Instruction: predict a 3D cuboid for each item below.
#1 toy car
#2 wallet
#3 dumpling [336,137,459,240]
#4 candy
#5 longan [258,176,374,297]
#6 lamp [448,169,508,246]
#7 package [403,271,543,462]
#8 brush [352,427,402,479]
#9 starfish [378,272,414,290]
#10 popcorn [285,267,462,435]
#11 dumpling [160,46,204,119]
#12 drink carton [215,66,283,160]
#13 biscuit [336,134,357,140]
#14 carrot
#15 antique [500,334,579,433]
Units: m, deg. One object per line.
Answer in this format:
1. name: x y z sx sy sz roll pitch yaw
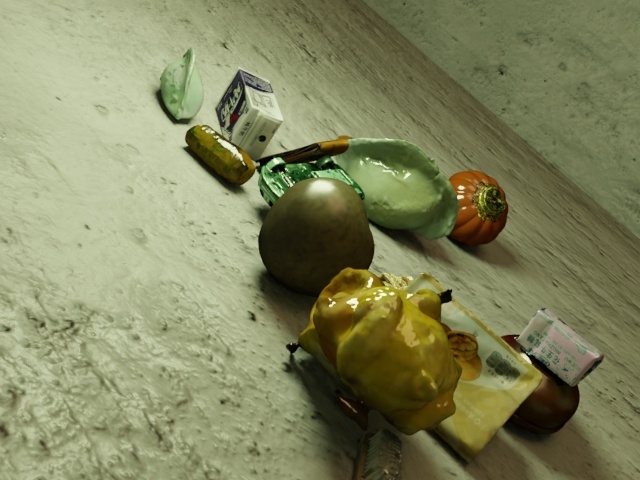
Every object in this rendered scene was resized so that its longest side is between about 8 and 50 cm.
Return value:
1. toy car: -0.031 -0.107 1.857 0.306 0.125 0.136 -13 56 -50
2. wallet: -0.043 -0.209 1.973 0.161 0.196 0.042 -24 101 -60
3. dumpling: 0.198 -0.129 2.102 0.321 0.211 0.270 13 -6 -13
4. candy: 0.494 0.222 1.658 0.160 0.092 0.073 43 21 28
5. longan: 0.000 0.000 1.587 0.246 0.246 0.215 7 48 -44
6. lamp: 0.437 -0.093 2.316 0.223 0.196 0.223 8 73 -29
7. package: 0.240 0.253 1.574 0.311 0.221 0.165 41 -14 16
8. brush: 0.083 0.393 1.207 0.070 0.065 0.327 35 26 -6
9. starfish: 0.213 0.155 1.773 0.216 0.071 0.238 15 38 -25
10. popcorn: 0.110 0.170 1.347 0.316 0.281 0.297 50 -7 31
11. dumpling: -0.342 -0.386 1.955 0.105 0.149 0.216 -10 44 -1
12. drink carton: -0.181 -0.321 2.032 0.102 0.134 0.222 22 29 -30
13. biscuit: 0.126 -0.227 2.337 0.208 0.049 0.181 30 26 -10
14. carrot: -0.226 -0.197 1.827 0.173 0.082 0.082 43 27 16
15. antique: 0.454 0.300 1.733 0.223 0.129 0.278 37 25 13
